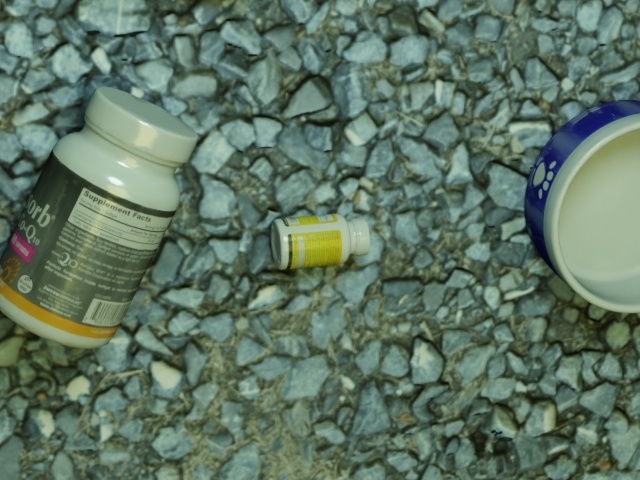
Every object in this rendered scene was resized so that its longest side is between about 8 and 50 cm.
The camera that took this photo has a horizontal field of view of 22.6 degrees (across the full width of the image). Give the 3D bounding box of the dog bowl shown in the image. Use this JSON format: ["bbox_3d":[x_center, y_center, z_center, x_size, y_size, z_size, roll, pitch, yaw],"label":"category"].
[{"bbox_3d":[0.403,-0.045,2.078,0.265,0.104,0.265,-6,111,-14],"label":"dog bowl"}]

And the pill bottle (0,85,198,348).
[{"bbox_3d":[-0.260,-0.027,1.861,0.162,0.162,0.278,22,102,-23],"label":"pill bottle"}]

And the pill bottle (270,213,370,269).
[{"bbox_3d":[0.000,0.000,1.999,0.116,0.065,0.065,-5,112,-14],"label":"pill bottle"}]
